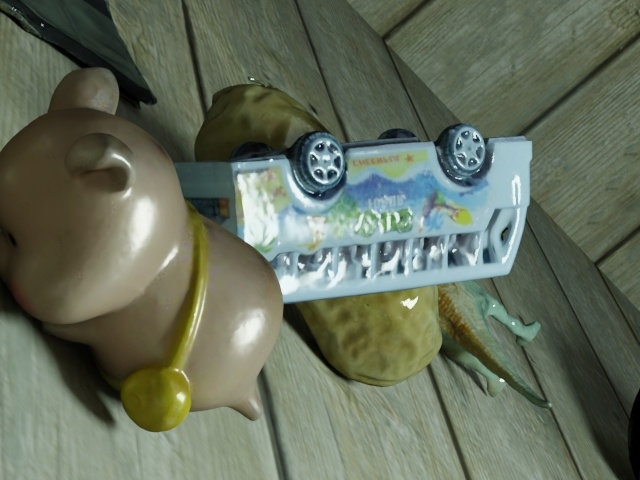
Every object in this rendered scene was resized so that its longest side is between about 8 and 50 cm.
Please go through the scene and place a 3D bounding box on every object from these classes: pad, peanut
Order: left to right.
[{"bbox_3d":[-0.250,-0.218,1.796,0.233,0.022,0.174,33,22,-50],"label":"pad"},{"bbox_3d":[0.000,0.000,1.738,0.313,0.149,0.149,47,12,-20],"label":"peanut"}]

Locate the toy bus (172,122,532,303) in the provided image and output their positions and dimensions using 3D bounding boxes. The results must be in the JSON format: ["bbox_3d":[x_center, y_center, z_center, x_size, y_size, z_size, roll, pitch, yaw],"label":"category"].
[{"bbox_3d":[0.033,-0.024,1.617,0.329,0.109,0.136,-6,93,-38],"label":"toy bus"}]

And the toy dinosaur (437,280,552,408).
[{"bbox_3d":[0.169,0.095,2.178,0.205,0.092,0.393,43,15,-28],"label":"toy dinosaur"}]

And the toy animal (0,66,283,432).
[{"bbox_3d":[-0.117,0.024,1.272,0.248,0.149,0.165,56,-7,-29],"label":"toy animal"}]

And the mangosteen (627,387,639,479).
[{"bbox_3d":[0.542,0.256,2.525,0.297,0.297,0.313,54,-1,17],"label":"mangosteen"}]
